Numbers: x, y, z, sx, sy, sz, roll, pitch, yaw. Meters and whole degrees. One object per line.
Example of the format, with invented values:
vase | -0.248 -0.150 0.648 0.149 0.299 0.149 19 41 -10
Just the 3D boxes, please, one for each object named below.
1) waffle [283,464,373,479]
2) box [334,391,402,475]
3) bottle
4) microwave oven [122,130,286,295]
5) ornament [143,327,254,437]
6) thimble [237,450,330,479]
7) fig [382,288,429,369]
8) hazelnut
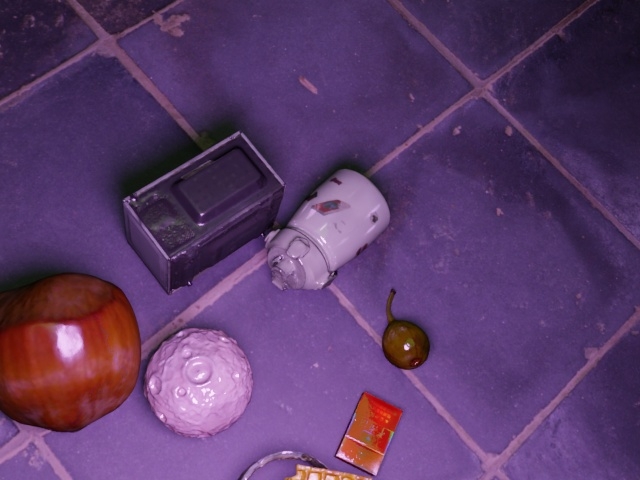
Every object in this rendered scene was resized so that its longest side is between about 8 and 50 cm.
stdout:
waffle | 0.000 0.581 1.604 0.210 0.055 0.161 11 67 -5
box | 0.119 0.479 1.831 0.112 0.048 0.175 26 67 1
bottle | 0.000 0.000 1.907 0.229 0.229 0.352 41 62 8
microwave oven | -0.286 -0.058 1.859 0.355 0.286 0.218 -35 79 -24
ornament | -0.284 0.329 1.732 0.259 0.225 0.260 3 69 -8
thimble | -0.077 0.618 1.690 0.270 0.150 0.271 3 69 -8
fig | 0.204 0.224 1.924 0.124 0.124 0.236 -9 52 -12
hazelnut | -0.592 0.250 1.679 0.365 0.366 0.366 3 68 -8
